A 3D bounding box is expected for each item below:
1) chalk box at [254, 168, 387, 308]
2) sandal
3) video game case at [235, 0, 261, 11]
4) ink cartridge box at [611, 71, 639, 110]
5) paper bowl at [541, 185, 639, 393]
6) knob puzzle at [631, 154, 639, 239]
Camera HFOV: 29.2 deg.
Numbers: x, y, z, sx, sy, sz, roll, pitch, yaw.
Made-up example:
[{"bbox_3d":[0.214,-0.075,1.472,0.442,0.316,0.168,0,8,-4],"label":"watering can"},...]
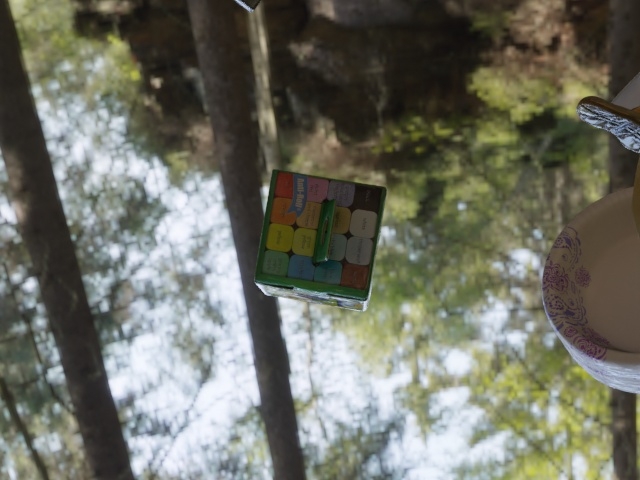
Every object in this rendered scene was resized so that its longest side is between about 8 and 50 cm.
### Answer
[{"bbox_3d":[0.000,0.000,1.888,0.179,0.180,0.289,9,172,3],"label":"chalk box"},{"bbox_3d":[0.454,-0.179,1.809,0.072,0.180,0.049,-23,-132,57],"label":"sandal"},{"bbox_3d":[-0.146,-0.468,1.648,0.196,0.274,0.026,-56,-165,-6],"label":"video game case"},{"bbox_3d":[0.615,-0.211,2.154,0.153,0.087,0.208,50,-154,20],"label":"ink cartridge box"},{"bbox_3d":[0.458,0.075,1.676,0.284,0.148,0.284,-16,-128,22],"label":"paper bowl"},{"bbox_3d":[0.434,-0.043,1.360,0.213,0.213,0.030,7,173,25],"label":"knob puzzle"}]
